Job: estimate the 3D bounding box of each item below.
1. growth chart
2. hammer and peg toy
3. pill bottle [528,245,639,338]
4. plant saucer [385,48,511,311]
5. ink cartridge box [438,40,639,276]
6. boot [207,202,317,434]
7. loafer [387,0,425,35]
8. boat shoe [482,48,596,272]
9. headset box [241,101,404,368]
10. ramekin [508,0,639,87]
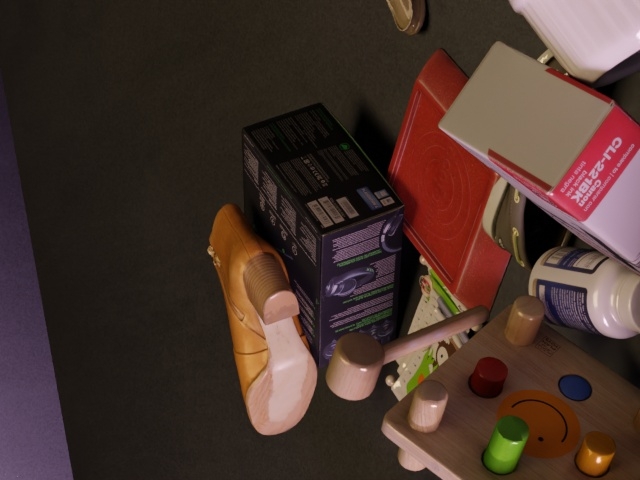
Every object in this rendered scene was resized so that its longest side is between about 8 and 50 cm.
[{"bbox_3d":[0.155,0.160,2.310,0.172,0.021,0.237,50,135,43],"label":"growth chart"},{"bbox_3d":[0.200,0.171,1.904,0.361,0.266,0.127,37,140,22],"label":"hammer and peg toy"},{"bbox_3d":[0.319,0.060,1.928,0.169,0.094,0.094,11,108,60],"label":"pill bottle"},{"bbox_3d":[0.165,-0.071,2.215,0.259,0.047,0.258,54,141,38],"label":"plant saucer"},{"bbox_3d":[0.283,-0.066,1.762,0.114,0.273,0.197,-55,39,3],"label":"ink cartridge box"},{"bbox_3d":[-0.089,0.108,2.416,0.211,0.104,0.295,-122,25,-46],"label":"boot"},{"bbox_3d":[0.097,-0.339,2.255,0.056,0.050,0.148,-30,72,60],"label":"loafer"},{"bbox_3d":[0.267,-0.091,1.971,0.091,0.109,0.305,55,148,37],"label":"boat shoe"},{"bbox_3d":[0.000,0.000,2.392,0.246,0.131,0.283,53,154,40],"label":"headset box"},{"bbox_3d":[0.327,-0.253,1.667,0.127,0.273,0.273,62,148,6],"label":"ramekin"}]
